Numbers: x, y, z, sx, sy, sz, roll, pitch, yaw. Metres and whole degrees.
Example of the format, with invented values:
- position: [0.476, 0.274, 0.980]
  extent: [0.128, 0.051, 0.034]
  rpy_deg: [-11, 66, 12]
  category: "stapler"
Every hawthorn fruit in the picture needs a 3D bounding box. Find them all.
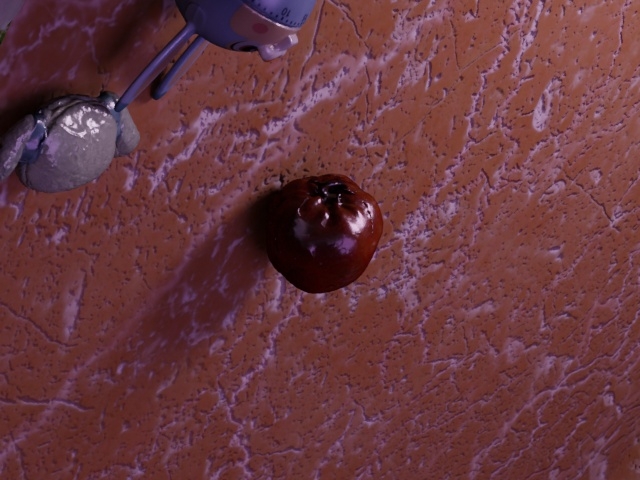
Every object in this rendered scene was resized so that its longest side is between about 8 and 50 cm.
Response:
- position: [0.000, 0.000, 2.425]
  extent: [0.148, 0.148, 0.172]
  rpy_deg: [-25, 144, -34]
  category: "hawthorn fruit"

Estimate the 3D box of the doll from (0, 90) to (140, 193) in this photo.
- position: [-0.268, -0.103, 2.077]
  extent: [0.214, 0.071, 0.103]
  rpy_deg: [-17, 133, -46]
  category: "doll"

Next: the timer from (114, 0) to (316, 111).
- position: [-0.095, -0.233, 2.082]
  extent: [0.175, 0.175, 0.255]
  rpy_deg: [2, 113, -50]
  category: "timer"

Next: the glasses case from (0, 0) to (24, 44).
- position: [-0.313, -0.275, 1.886]
  extent: [0.095, 0.062, 0.272]
  rpy_deg: [8, 114, -52]
  category: "glasses case"
